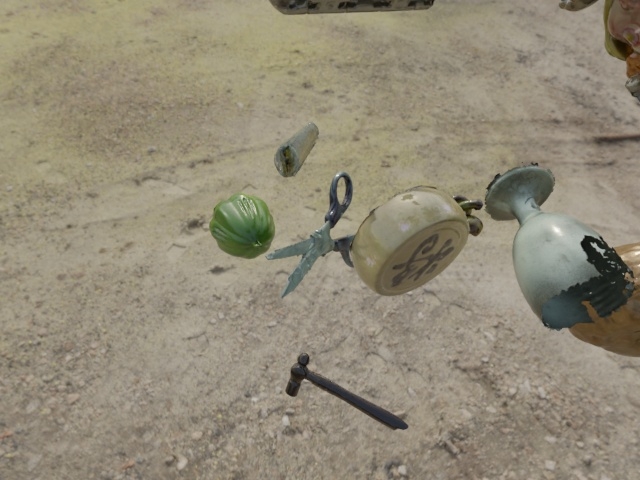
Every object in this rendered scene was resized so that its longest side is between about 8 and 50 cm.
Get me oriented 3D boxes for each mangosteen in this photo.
[{"bbox_3d":[0.379,-0.049,1.311,0.257,0.215,0.215,-25,34,32],"label":"mangosteen"}]

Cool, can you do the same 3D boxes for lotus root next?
[{"bbox_3d":[-0.189,-0.017,1.142,0.186,0.186,0.186,3,45,-4],"label":"lotus root"}]

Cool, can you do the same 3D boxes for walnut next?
[{"bbox_3d":[0.827,0.150,1.113,0.305,0.344,0.306,13,47,-15],"label":"walnut"}]

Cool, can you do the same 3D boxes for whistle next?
[{"bbox_3d":[-0.053,-0.222,1.011,0.057,0.068,0.326,-8,22,12],"label":"whistle"}]

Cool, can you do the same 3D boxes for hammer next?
[{"bbox_3d":[0.037,0.221,0.595,0.178,0.065,0.021,26,10,6],"label":"hammer"}]

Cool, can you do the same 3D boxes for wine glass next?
[{"bbox_3d":[0.481,0.010,0.899,0.190,0.191,0.357,-1,45,-8],"label":"wine glass"}]

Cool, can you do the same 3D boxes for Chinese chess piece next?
[{"bbox_3d":[0.188,0.007,0.907,0.257,0.257,0.104,-17,53,-22],"label":"Chinese chess piece"}]

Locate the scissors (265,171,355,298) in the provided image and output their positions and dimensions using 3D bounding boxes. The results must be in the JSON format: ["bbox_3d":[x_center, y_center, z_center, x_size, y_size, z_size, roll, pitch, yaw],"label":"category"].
[{"bbox_3d":[0.000,0.000,0.989,0.029,0.256,0.383,0,21,33],"label":"scissors"}]

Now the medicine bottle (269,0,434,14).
[{"bbox_3d":[0.051,-0.350,0.361,0.374,0.283,0.123,-13,35,-20],"label":"medicine bottle"}]

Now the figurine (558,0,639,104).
[{"bbox_3d":[0.445,-0.359,0.535,0.204,0.224,0.382,-23,80,-15],"label":"figurine"}]
